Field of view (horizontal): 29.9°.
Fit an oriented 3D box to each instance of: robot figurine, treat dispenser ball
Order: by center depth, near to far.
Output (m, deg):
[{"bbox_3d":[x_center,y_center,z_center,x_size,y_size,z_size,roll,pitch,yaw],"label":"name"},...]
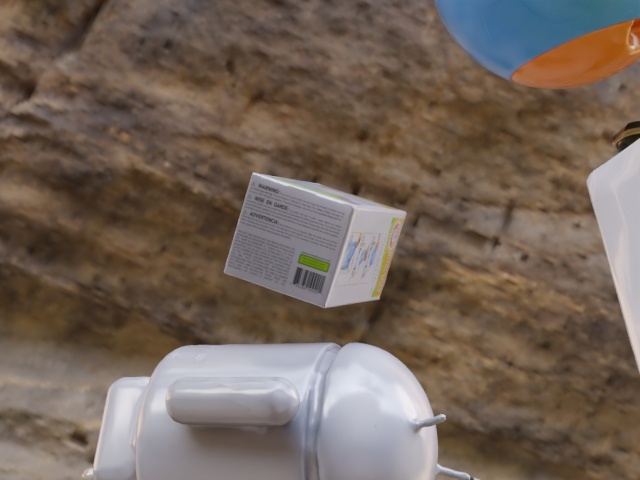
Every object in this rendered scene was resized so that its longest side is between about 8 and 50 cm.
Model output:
[{"bbox_3d":[-0.040,0.200,1.161,0.353,0.200,0.300,-2,-24,18],"label":"robot figurine"},{"bbox_3d":[0.264,-0.314,1.338,0.288,0.288,0.288,25,-3,2],"label":"treat dispenser ball"}]

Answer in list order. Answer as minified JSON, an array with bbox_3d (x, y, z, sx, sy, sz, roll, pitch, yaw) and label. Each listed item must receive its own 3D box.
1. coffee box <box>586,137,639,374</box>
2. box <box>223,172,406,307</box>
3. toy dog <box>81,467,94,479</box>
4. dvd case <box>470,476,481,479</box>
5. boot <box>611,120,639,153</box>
[{"bbox_3d":[0.446,0.049,0.819,0.338,0.334,0.337,19,-40,-35],"label":"coffee box"},{"bbox_3d":[0.000,0.000,1.228,0.114,0.103,0.203,19,5,18],"label":"box"},{"bbox_3d":[-0.322,0.418,1.609,0.161,0.334,0.220,22,10,11],"label":"toy dog"},{"bbox_3d":[0.270,0.419,1.460,0.253,0.180,0.022,22,-23,-1],"label":"dvd case"},{"bbox_3d":[0.416,-0.045,1.331,0.197,0.137,0.077,18,-30,-12],"label":"boot"}]
